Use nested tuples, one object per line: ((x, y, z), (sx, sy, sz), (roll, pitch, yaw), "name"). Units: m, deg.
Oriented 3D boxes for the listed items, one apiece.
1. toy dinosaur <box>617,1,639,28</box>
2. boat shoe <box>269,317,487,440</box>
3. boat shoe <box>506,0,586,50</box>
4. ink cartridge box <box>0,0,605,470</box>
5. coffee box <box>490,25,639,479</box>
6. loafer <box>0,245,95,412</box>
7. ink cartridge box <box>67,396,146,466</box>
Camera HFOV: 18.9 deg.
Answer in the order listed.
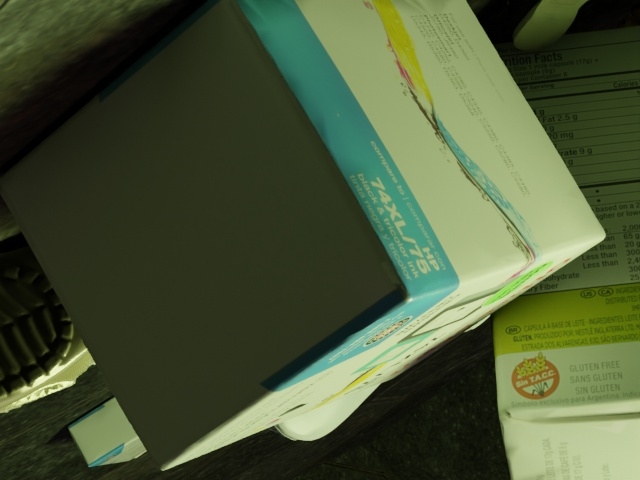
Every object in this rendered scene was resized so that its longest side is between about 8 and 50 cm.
((0.339, -0.226, 1.415), (0.322, 0.164, 0.218), (-13, 163, 23), "toy dinosaur")
((0.050, 0.065, 1.715), (0.301, 0.108, 0.102), (-40, -154, -19), "boat shoe")
((0.172, -0.182, 1.313), (0.049, 0.042, 0.133), (7, 149, -31), "boat shoe")
((-0.002, -0.019, 1.139), (0.198, 0.197, 0.270), (-36, 169, 30), "ink cartridge box")
((0.296, 0.064, 1.403), (0.338, 0.334, 0.337), (-7, 141, 5), "coffee box")
((-0.180, 0.053, 1.248), (0.268, 0.102, 0.092), (-27, 163, -24), "loafer")
((-0.197, 0.192, 2.010), (0.088, 0.052, 0.122), (-32, 169, 10), "ink cartridge box")
